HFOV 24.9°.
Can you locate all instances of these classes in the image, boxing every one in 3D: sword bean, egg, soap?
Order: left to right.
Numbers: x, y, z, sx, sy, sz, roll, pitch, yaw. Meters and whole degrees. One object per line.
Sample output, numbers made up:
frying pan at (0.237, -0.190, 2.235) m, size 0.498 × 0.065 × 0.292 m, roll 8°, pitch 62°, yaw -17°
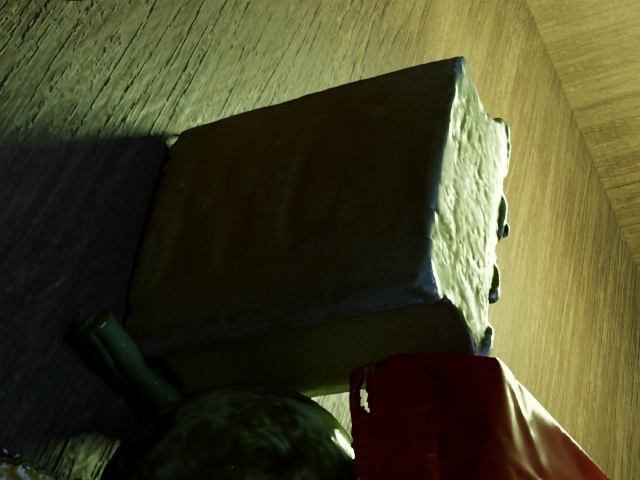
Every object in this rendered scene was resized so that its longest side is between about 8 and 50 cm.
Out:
sword bean at (-0.139, 0.151, 1.321) m, size 0.269 × 0.043 × 0.038 m, roll 53°, pitch 55°, yaw -39°
egg at (-0.069, 0.234, 1.205) m, size 0.289 × 0.238 × 0.238 m, roll -69°, pitch 139°, yaw -62°
soap at (0.000, 0.000, 1.364) m, size 0.156 × 0.335 × 0.293 m, roll 54°, pitch 37°, yaw -38°

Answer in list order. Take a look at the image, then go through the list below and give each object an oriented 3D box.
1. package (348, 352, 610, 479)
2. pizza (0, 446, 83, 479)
package at (0.170, 0.257, 1.267) m, size 0.423 × 0.123 × 0.196 m, roll 46°, pitch 30°, yaw -40°
pizza at (-0.274, 0.194, 0.995) m, size 0.297 × 0.071 × 0.189 m, roll 42°, pitch 54°, yaw -46°
